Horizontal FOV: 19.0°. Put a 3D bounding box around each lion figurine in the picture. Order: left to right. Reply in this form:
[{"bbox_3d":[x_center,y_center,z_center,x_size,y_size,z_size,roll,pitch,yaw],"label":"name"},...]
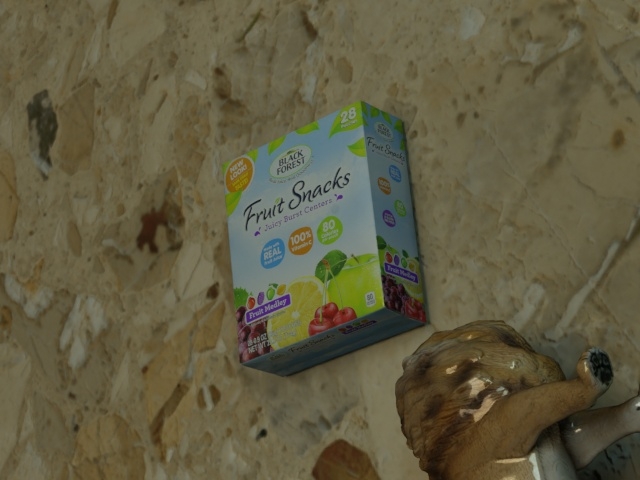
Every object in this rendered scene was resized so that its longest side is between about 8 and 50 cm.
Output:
[{"bbox_3d":[0.170,0.228,1.465,0.240,0.142,0.392,-30,55,40],"label":"lion figurine"}]

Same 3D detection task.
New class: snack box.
[{"bbox_3d":[0.000,0.000,1.755,0.174,0.070,0.207,-24,60,34],"label":"snack box"}]
